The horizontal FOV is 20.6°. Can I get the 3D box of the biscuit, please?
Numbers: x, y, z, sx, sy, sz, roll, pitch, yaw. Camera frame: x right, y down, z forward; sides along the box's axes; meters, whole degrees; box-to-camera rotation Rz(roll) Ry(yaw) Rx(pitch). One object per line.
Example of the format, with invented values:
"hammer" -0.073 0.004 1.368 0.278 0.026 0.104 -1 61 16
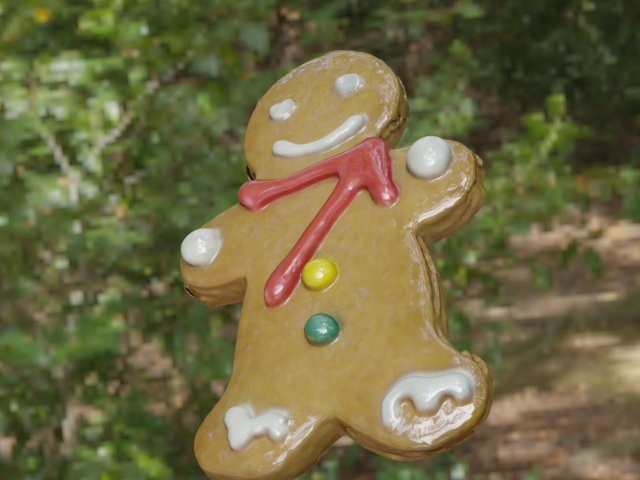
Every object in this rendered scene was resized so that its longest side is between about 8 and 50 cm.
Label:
"biscuit" 0.000 0.000 1.114 0.216 0.339 0.047 -15 -41 20
